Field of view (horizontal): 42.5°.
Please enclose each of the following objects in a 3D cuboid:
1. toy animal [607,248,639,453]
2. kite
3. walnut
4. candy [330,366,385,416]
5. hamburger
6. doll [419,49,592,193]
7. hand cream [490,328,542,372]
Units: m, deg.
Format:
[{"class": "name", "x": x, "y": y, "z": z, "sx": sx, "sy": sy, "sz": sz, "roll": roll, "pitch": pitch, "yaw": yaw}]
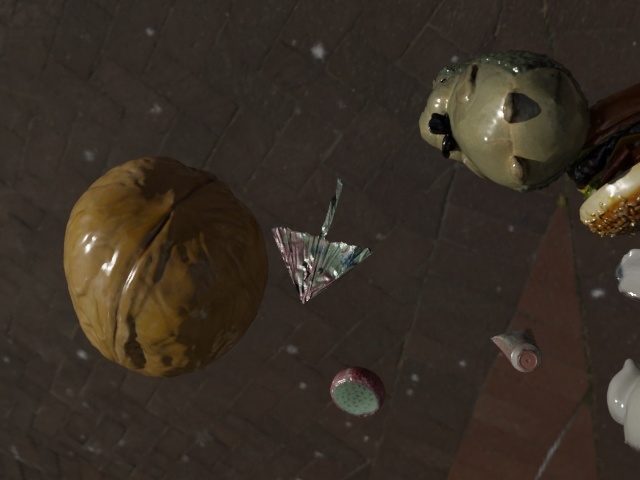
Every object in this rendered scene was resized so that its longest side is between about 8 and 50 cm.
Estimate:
[{"class": "toy animal", "x": 0.318, "y": 0.098, "z": 0.658, "sx": 0.128, "sy": 0.192, "sz": 0.179, "roll": 19, "pitch": 172, "yaw": -40}, {"class": "kite", "x": 0.000, "y": 0.000, "z": 0.972, "sx": 0.139, "sy": 0.156, "sz": 0.011, "roll": 16, "pitch": 175, "yaw": 26}, {"class": "walnut", "x": -0.125, "y": 0.024, "z": 0.672, "sx": 0.165, "sy": 0.165, "sz": 0.197, "roll": 22, "pitch": 152, "yaw": 8}, {"class": "candy", "x": 0.069, "y": 0.279, "z": 1.522, "sx": 0.103, "sy": 0.043, "sz": 0.103, "roll": 8, "pitch": 126, "yaw": 11}, {"class": "hamburger", "x": 0.567, "y": -0.138, "z": 1.464, "sx": 0.291, "sy": 0.291, "sz": 0.225, "roll": -43, "pitch": 66, "yaw": 46}, {"class": "doll", "x": 0.304, "y": -0.219, "z": 1.432, "sx": 0.248, "sy": 0.349, "sz": 0.247, "roll": -5, "pitch": 114, "yaw": -11}, {"class": "hand cream", "x": 0.299, "y": 0.160, "z": 1.244, "sx": 0.067, "sy": 0.210, "sz": 0.043, "roll": -15, "pitch": 92, "yaw": 8}]
